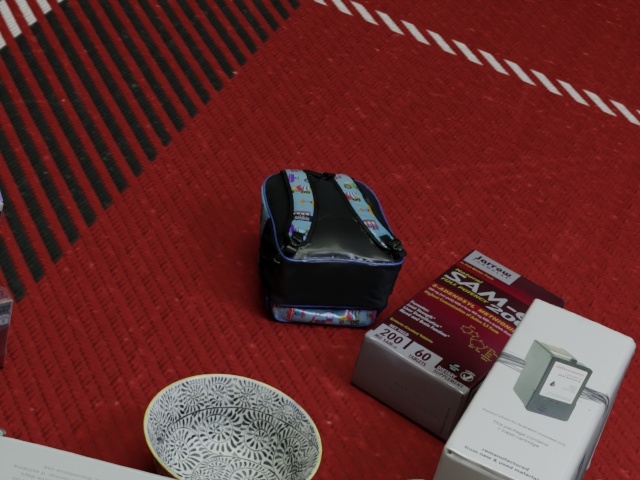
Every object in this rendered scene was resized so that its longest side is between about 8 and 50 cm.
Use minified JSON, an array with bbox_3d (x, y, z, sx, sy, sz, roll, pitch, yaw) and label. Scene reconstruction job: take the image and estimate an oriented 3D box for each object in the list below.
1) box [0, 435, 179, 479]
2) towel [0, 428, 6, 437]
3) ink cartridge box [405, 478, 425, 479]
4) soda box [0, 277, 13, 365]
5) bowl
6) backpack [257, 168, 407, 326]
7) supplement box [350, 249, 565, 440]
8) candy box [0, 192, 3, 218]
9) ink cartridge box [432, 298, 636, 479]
[{"bbox_3d":[-0.213,0.349,1.174,0.168,0.215,0.345,15,38,-3],"label":"box"},{"bbox_3d":[-0.450,0.240,1.262,0.312,0.056,0.324,19,65,4],"label":"towel"},{"bbox_3d":[0.031,0.390,1.256,0.130,0.272,0.309,-8,29,21],"label":"ink cartridge box"},{"bbox_3d":[-0.437,0.085,1.568,0.263,0.092,0.083,-8,42,-31],"label":"soda box"},{"bbox_3d":[-0.089,0.212,1.539,0.170,0.080,0.170,10,36,-7],"label":"bowl"},{"bbox_3d":[0.000,0.000,1.834,0.158,0.117,0.173,2,38,-18],"label":"backpack"},{"bbox_3d":[0.154,0.110,1.782,0.130,0.073,0.239,30,37,21],"label":"supplement box"},{"bbox_3d":[-0.464,-0.065,1.785,0.196,0.070,0.165,-1,38,-23],"label":"candy box"},{"bbox_3d":[0.188,0.214,1.540,0.115,0.198,0.273,23,35,13],"label":"ink cartridge box"}]
